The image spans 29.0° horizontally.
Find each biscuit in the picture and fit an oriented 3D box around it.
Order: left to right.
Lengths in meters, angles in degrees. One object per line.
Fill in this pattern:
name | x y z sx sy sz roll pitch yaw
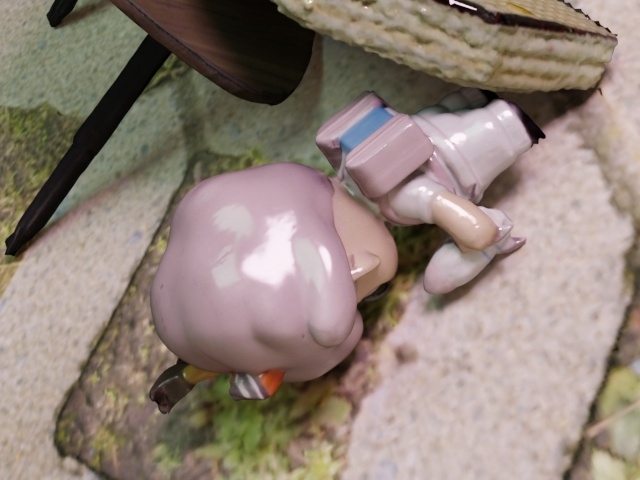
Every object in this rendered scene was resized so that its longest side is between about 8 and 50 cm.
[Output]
biscuit | 0.022 -0.145 0.649 0.252 0.150 0.052 44 125 43

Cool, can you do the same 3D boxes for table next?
table | -0.177 -0.156 0.798 0.249 0.317 0.317 -35 40 34

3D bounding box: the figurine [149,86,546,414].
figurine | 0.000 0.000 0.594 0.229 0.112 0.137 -36 36 -2
